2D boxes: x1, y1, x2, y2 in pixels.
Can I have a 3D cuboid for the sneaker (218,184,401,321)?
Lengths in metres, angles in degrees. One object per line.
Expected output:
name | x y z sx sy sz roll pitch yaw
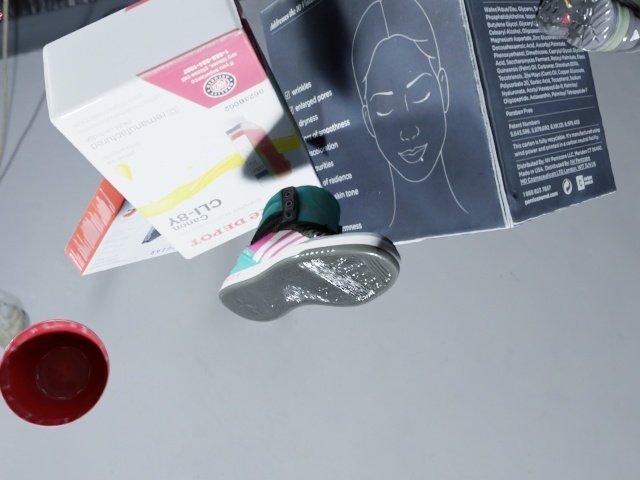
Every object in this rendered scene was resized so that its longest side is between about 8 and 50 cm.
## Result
sneaker | 0.000 0.000 0.860 0.124 0.296 0.178 42 52 -28

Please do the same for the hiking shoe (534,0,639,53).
hiking shoe | 0.344 -0.274 0.809 0.114 0.086 0.227 13 34 -10

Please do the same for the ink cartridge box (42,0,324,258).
ink cartridge box | -0.185 -0.169 1.012 0.279 0.384 0.160 -24 56 4

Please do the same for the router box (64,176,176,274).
router box | -0.393 -0.075 1.561 0.082 0.301 0.335 50 33 15

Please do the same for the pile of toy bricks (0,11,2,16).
pile of toy bricks | -0.719 -0.526 1.380 0.212 0.105 0.118 30 51 15

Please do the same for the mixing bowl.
mixing bowl | -0.465 0.234 1.170 0.181 0.098 0.181 3 78 -12

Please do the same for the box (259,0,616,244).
box | 0.175 -0.251 1.131 0.297 0.480 0.471 -16 95 -36
